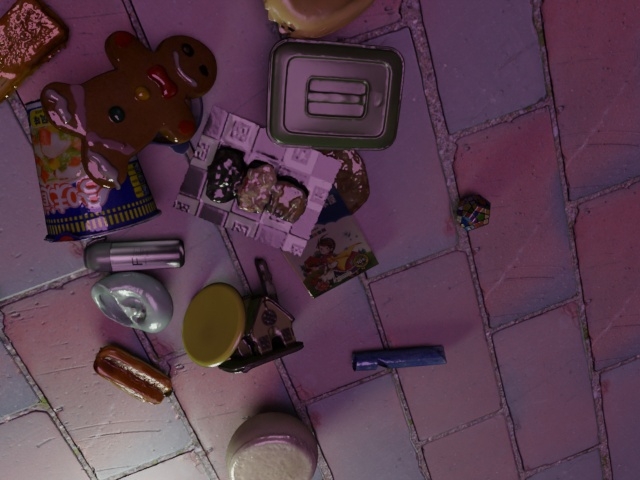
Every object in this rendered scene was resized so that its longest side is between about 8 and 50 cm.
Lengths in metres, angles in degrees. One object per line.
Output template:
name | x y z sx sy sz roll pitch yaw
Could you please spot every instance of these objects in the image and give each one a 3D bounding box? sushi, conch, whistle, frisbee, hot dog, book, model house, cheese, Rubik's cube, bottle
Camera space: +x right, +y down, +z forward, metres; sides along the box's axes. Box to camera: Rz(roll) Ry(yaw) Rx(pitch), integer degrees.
sushi | -0.167 -0.134 1.454 0.373 0.100 0.296 23 104 -7
conch | -0.503 0.163 1.521 0.221 0.121 0.185 38 108 -17
whistle | 0.251 0.372 1.780 0.304 0.062 0.062 -2 110 -11
frisbee | -0.296 0.226 1.538 0.236 0.236 0.017 -51 143 9
hot dog | -0.536 0.390 1.628 0.250 0.076 0.104 36 80 -24
book | 0.000 0.000 1.593 0.228 0.018 0.322 -29 118 7
model house | -0.204 0.202 1.573 0.218 0.205 0.279 -17 89 -29
cheese | -0.005 -0.607 1.301 0.259 0.128 0.316 44 82 -12
Rubik's cube | 0.442 -0.080 1.632 0.093 0.111 0.111 7 111 16
bottle | -0.491 0.033 1.499 0.253 0.079 0.096 -3 90 -10

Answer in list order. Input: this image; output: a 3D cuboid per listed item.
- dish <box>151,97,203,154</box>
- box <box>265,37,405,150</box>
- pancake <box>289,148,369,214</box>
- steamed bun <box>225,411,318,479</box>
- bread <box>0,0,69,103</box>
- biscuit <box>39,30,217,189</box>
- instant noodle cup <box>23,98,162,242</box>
dish | -0.405 -0.324 1.357 0.228 0.086 0.236 0 88 -37
box | 0.026 -0.361 1.406 0.328 0.178 0.253 2 108 -10
pancake | 0.026 -0.163 1.547 0.236 0.042 0.222 36 103 -22
steamed bun | -0.150 0.648 1.738 0.283 0.177 0.283 -3 113 -8
bread | -0.704 -0.426 1.287 0.271 0.077 0.139 -41 116 7
biscuit | -0.392 -0.332 1.265 0.432 0.064 0.283 -44 112 -31
instant noodle cup | -0.545 -0.181 1.321 0.284 0.284 0.312 -12 104 -7
